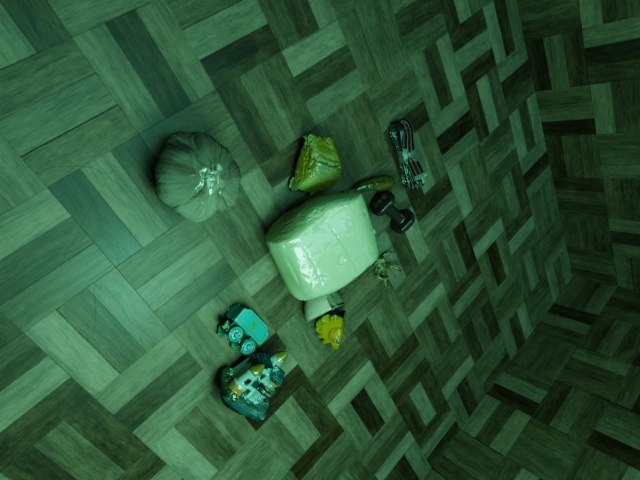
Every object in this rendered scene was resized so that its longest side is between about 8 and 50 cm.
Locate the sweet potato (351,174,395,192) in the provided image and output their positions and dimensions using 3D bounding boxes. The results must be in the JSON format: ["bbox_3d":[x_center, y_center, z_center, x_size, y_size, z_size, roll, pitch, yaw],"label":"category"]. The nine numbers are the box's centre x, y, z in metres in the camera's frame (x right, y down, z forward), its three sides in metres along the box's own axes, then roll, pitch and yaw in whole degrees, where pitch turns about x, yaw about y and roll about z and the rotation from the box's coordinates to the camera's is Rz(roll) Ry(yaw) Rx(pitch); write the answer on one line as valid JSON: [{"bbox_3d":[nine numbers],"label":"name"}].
[{"bbox_3d":[0.259,-0.273,2.071,0.274,0.075,0.075,-17,109,-30],"label":"sweet potato"}]

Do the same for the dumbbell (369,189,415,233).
[{"bbox_3d":[0.362,-0.142,2.129,0.225,0.124,0.140,34,104,-35],"label":"dumbbell"}]

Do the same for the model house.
[{"bbox_3d":[-0.242,0.569,1.759,0.291,0.184,0.253,-43,122,-1],"label":"model house"}]

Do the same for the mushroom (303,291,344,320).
[{"bbox_3d":[-0.014,0.269,1.958,0.162,0.173,0.236,67,14,11],"label":"mushroom"}]

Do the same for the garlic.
[{"bbox_3d":[-0.427,-0.222,1.469,0.318,0.260,0.317,-11,107,-39],"label":"garlic"}]

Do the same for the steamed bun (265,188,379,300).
[{"bbox_3d":[0.000,0.000,1.804,0.456,0.290,0.371,-29,112,-19],"label":"steamed bun"}]

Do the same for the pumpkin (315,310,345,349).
[{"bbox_3d":[0.052,0.394,2.042,0.149,0.131,0.253,-72,168,-47],"label":"pumpkin"}]

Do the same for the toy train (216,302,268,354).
[{"bbox_3d":[-0.319,0.368,1.754,0.163,0.112,0.203,-51,126,-24],"label":"toy train"}]

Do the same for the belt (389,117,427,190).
[{"bbox_3d":[0.440,-0.434,2.146,0.094,0.126,0.359,-25,107,-20],"label":"belt"}]

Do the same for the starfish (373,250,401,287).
[{"bbox_3d":[0.349,0.152,2.215,0.146,0.074,0.189,-21,111,-30],"label":"starfish"}]

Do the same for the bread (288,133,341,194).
[{"bbox_3d":[-0.001,-0.313,1.823,0.204,0.163,0.261,-1,114,-47],"label":"bread"}]
